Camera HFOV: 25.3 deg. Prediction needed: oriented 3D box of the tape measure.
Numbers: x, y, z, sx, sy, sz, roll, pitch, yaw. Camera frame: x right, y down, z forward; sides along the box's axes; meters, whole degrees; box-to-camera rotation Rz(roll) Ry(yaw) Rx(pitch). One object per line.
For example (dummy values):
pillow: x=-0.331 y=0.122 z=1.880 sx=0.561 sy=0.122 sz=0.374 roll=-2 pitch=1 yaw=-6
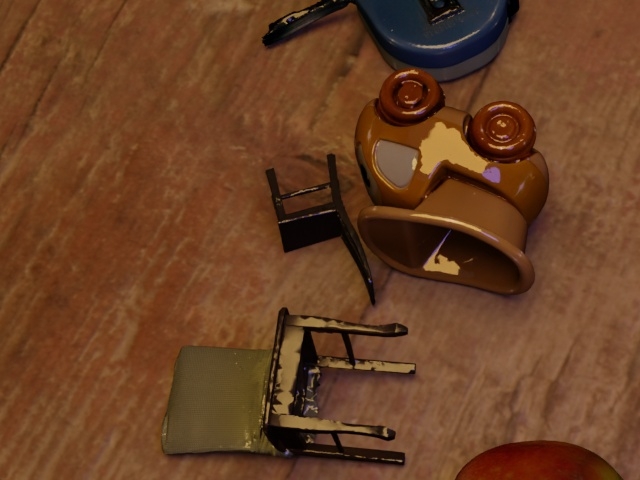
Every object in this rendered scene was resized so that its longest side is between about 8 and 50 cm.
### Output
tape measure: x=0.103 y=-0.308 z=2.028 sx=0.351 sy=0.098 sz=0.215 roll=-26 pitch=60 yaw=-2

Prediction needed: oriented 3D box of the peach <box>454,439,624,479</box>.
peach: x=0.247 y=0.335 z=1.599 sx=0.231 sy=0.231 sz=0.231 roll=-4 pitch=62 yaw=8

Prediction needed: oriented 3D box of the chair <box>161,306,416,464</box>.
chair: x=-0.052 y=0.182 z=1.751 sx=0.319 sy=0.186 sz=0.160 roll=4 pitch=69 yaw=10

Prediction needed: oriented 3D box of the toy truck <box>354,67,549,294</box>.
toy truck: x=0.167 y=-0.072 z=1.830 sx=0.288 sy=0.204 sz=0.211 roll=19 pitch=70 yaw=16

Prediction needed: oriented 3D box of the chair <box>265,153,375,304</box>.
chair: x=0.000 y=0.000 z=1.891 sx=0.101 sy=0.084 sz=0.212 roll=-14 pitch=62 yaw=-1
